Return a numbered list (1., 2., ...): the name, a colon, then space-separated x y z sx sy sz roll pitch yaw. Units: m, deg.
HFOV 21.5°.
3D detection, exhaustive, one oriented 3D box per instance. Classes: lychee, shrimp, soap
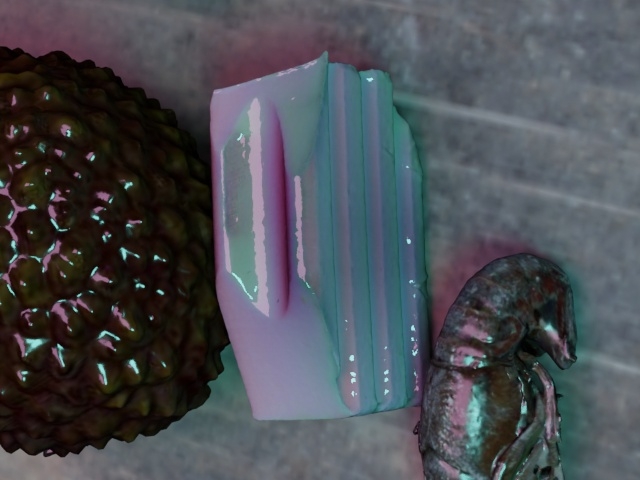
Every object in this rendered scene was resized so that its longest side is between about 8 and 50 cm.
1. lychee: -0.123 0.001 0.728 0.188 0.188 0.188 0 90 30
2. shrimp: 0.071 0.087 0.693 0.056 0.065 0.165 17 105 61
3. soap: 0.000 0.000 0.707 0.056 0.100 0.149 -4 88 29
